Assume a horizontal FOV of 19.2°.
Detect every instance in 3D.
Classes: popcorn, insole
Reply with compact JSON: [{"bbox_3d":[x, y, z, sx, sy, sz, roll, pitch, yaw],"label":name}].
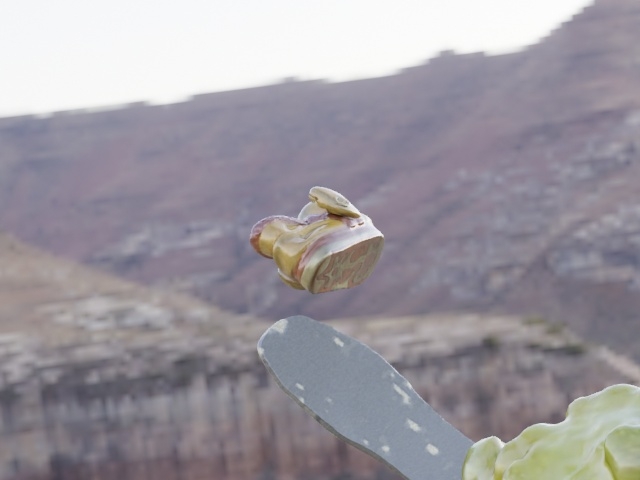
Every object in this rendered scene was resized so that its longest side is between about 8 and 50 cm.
[{"bbox_3d":[0.223,0.215,1.292,0.250,0.242,0.235,-18,16,42],"label":"popcorn"},{"bbox_3d":[0.056,0.145,1.494,0.081,0.248,0.011,-46,-8,-33],"label":"insole"}]

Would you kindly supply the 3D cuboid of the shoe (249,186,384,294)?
[{"bbox_3d":[0.000,-0.002,1.338,0.069,0.072,0.109,30,39,18],"label":"shoe"}]
